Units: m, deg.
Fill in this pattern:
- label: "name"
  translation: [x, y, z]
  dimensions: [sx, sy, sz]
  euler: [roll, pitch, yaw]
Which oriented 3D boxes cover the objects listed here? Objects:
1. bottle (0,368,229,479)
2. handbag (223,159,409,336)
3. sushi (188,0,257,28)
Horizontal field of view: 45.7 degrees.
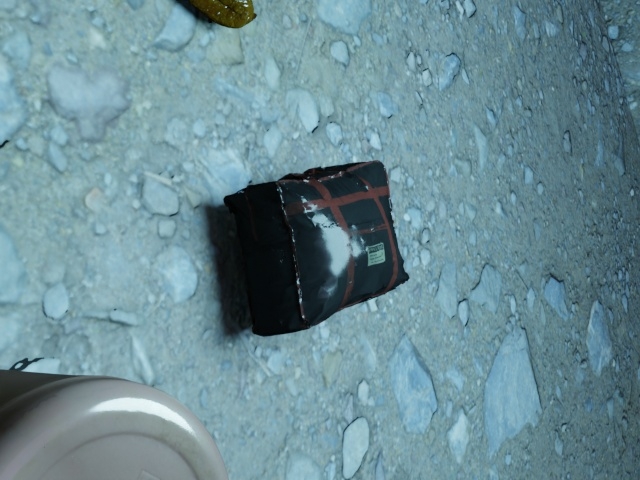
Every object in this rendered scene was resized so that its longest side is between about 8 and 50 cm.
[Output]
- label: "bottle"
  translation: [-0.196, 0.168, 0.486]
  dimensions: [0.206, 0.296, 0.173]
  euler: [-1, 85, -47]
- label: "handbag"
  translation: [0.000, 0.000, 0.874]
  dimensions: [0.215, 0.155, 0.170]
  euler: [-17, 90, -49]
- label: "sushi"
  translation: [-0.116, -0.278, 0.855]
  dimensions: [0.118, 0.061, 0.060]
  euler: [40, 21, -43]
